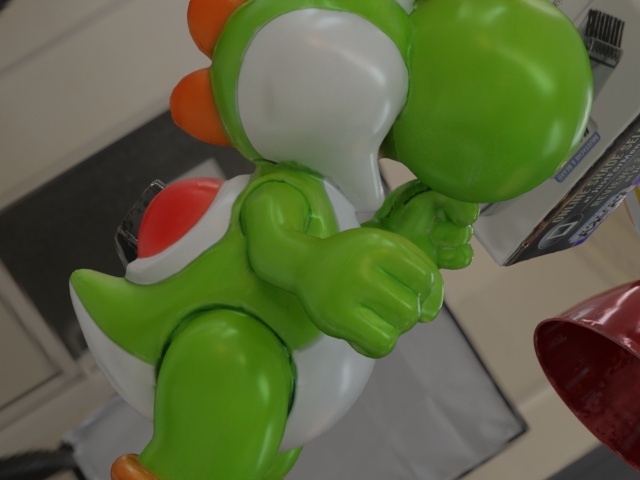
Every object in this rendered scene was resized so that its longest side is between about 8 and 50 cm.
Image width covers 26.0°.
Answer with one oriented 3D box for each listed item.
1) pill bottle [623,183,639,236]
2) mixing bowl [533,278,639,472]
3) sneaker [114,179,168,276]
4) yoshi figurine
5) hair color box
[{"bbox_3d":[0.350,-0.067,1.317,0.136,0.136,0.245,56,1,38],"label":"pill bottle"},{"bbox_3d":[0.257,0.094,1.029,0.181,0.098,0.181,41,-18,17],"label":"mixing bowl"},{"bbox_3d":[-0.111,0.052,1.071,0.118,0.083,0.222,33,-52,7],"label":"sneaker"},{"bbox_3d":[0.025,0.008,0.677,0.203,0.362,0.203,19,-2,-39],"label":"yoshi figurine"},{"bbox_3d":[0.093,-0.172,0.890,0.110,0.185,0.339,-11,58,-47],"label":"hair color box"}]
